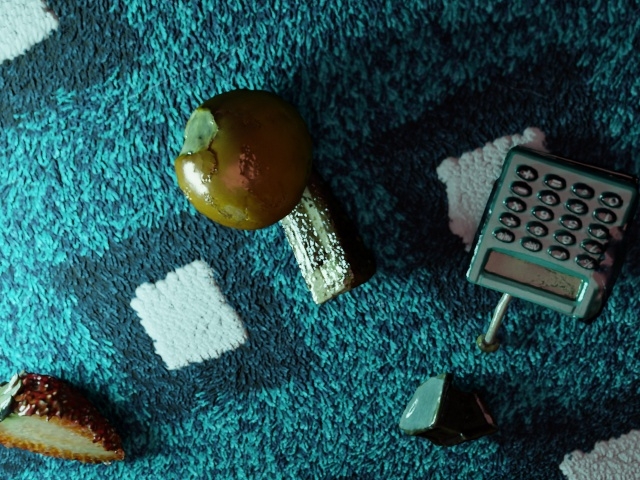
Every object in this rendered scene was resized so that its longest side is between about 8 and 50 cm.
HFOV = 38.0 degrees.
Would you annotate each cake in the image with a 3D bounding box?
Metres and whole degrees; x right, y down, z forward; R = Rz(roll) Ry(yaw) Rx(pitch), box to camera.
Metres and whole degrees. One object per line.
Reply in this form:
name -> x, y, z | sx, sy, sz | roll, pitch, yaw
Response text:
cake -> -0.006, -0.007, 1.638 | 0.112, 0.135, 0.246 | -27, 108, 20

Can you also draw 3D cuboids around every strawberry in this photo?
strawberry -> -0.545, 0.364, 1.914 | 0.306, 0.138, 0.233 | 31, 138, -34

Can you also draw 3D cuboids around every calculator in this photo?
calculator -> 0.401, -0.010, 1.595 | 0.248, 0.058, 0.274 | 18, 108, 2

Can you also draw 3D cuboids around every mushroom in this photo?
mushroom -> 0.379, 0.088, 1.679 | 0.068, 0.043, 0.306 | 25, 116, -26

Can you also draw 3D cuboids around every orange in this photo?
orange -> -0.125, -0.135, 1.542 | 0.239, 0.240, 0.240 | 3, 115, 7

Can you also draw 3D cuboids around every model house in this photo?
model house -> 0.253, 0.343, 1.791 | 0.152, 0.106, 0.165 | 24, 152, -15
